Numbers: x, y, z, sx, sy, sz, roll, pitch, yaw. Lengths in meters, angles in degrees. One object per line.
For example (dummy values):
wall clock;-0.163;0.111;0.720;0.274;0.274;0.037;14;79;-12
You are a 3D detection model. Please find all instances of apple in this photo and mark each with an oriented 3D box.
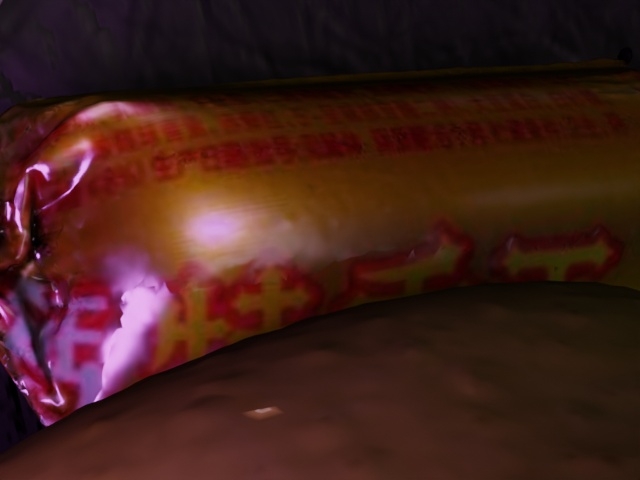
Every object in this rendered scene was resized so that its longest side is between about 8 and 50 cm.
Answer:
apple;0.030;0.244;0.490;0.473;0.473;0.474;-3;96;-32

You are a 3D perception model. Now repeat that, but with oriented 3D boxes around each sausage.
sausage;0.000;-0.002;0.634;0.317;0.117;0.125;-5;106;-32

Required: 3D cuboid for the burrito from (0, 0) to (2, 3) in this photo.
burrito;-0.111;-0.126;0.591;0.064;0.064;0.203;25;79;-31
